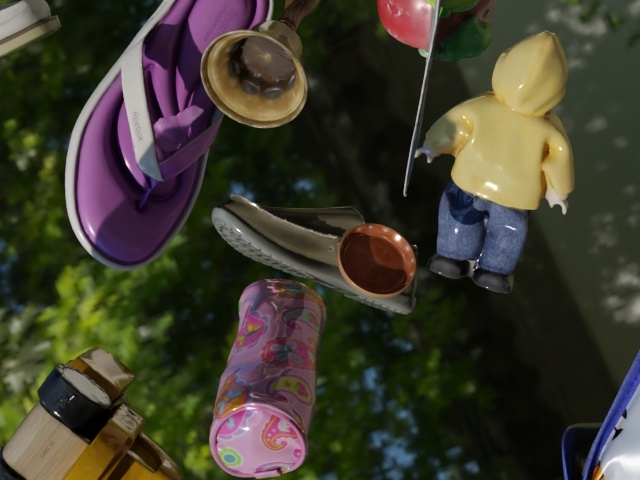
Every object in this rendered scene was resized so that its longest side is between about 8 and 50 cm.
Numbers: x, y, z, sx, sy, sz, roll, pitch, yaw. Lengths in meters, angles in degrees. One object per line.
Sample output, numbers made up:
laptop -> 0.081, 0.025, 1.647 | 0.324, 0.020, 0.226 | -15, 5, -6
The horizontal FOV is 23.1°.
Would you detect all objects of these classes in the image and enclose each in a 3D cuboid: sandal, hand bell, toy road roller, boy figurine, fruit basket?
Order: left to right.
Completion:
toy road roller -> -0.318, 0.309, 2.223 | 0.240, 0.202, 0.329 | 38, -175, -2
sandal -> -0.176, -0.166, 1.846 | 0.169, 0.102, 0.416 | 27, -105, -19
hand bell -> -0.041, -0.248, 1.834 | 0.126, 0.126, 0.242 | 60, -147, -26
fruit basket -> 0.128, -0.268, 1.375 | 0.327, 0.165, 0.353 | -77, -10, -47
boy figurine -> 0.192, -0.093, 1.698 | 0.092, 0.177, 0.285 | -46, -30, -74

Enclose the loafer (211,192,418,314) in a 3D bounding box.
loafer -> 0.000, 0.000, 1.681 | 0.251, 0.087, 0.094 | 24, 173, -24

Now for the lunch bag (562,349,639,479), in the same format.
lunch bag -> 0.415, 0.234, 1.708 | 0.239, 0.385, 0.328 | 30, -173, 24

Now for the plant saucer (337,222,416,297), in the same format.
plant saucer -> 0.057, 0.021, 1.598 | 0.013, 0.083, 0.083 | 121, 139, -57

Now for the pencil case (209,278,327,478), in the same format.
pencil case -> -0.058, 0.162, 1.890 | 0.124, 0.124, 0.284 | 60, -161, -25

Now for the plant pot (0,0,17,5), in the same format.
plant pot -> -0.569, -0.379, 2.017 | 0.293, 0.275, 0.275 | -36, -76, -50

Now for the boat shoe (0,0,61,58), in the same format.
boat shoe -> -0.416, -0.219, 1.663 | 0.113, 0.302, 0.103 | -38, -68, -61
